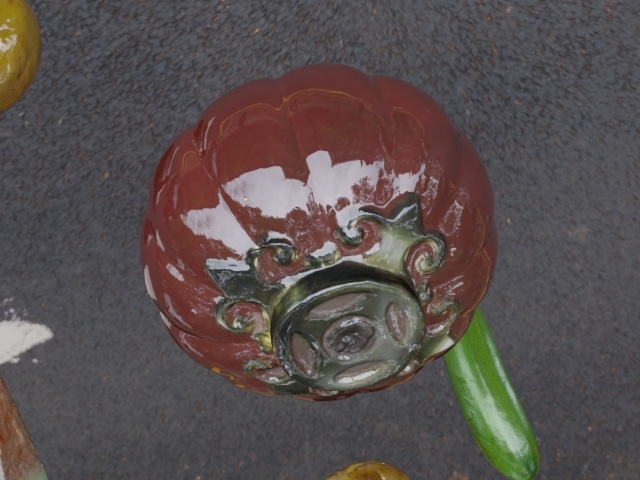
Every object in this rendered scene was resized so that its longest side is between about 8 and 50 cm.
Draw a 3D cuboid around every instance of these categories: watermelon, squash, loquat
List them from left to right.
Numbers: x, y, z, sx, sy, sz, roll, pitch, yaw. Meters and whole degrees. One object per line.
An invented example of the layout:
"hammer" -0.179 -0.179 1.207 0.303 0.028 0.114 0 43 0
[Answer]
"loquat" -0.498 -0.276 1.068 0.176 0.187 0.234 16 85 -31
"watermelon" -0.646 0.368 1.417 0.193 0.140 0.256 -5 96 22
"squash" 0.226 0.199 1.048 0.082 0.082 0.292 -24 70 14

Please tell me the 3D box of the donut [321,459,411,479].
"donut" 0.074 0.452 1.119 0.227 0.226 0.114 7 156 0

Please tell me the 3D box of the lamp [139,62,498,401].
"lamp" 0.000 0.000 0.634 0.303 0.257 0.303 -5 125 -8
